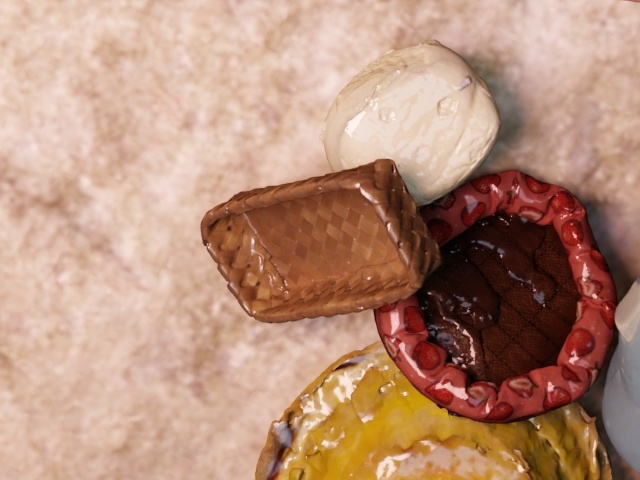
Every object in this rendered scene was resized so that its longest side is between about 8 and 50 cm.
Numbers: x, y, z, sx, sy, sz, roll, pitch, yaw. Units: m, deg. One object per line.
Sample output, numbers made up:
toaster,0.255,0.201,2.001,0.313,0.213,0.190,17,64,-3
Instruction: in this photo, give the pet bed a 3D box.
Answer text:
pet bed,0.135,0.045,1.264,0.201,0.053,0.201,1,76,-6

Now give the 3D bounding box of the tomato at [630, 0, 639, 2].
tomato,0.226,-0.293,1.195,0.199,0.112,0.227,4,108,5

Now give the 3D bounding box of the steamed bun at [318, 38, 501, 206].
steamed bun,0.067,-0.084,1.241,0.130,0.091,0.112,-39,107,6

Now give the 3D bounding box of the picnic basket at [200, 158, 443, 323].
picnic basket,0.000,0.000,1.223,0.193,0.055,0.110,-11,114,44

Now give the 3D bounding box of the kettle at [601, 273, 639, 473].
kettle,0.372,0.069,1.221,0.342,0.247,0.319,-15,135,3

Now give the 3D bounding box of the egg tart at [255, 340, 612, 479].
egg tart,0.094,0.214,1.308,0.295,0.116,0.294,-1,106,-5
